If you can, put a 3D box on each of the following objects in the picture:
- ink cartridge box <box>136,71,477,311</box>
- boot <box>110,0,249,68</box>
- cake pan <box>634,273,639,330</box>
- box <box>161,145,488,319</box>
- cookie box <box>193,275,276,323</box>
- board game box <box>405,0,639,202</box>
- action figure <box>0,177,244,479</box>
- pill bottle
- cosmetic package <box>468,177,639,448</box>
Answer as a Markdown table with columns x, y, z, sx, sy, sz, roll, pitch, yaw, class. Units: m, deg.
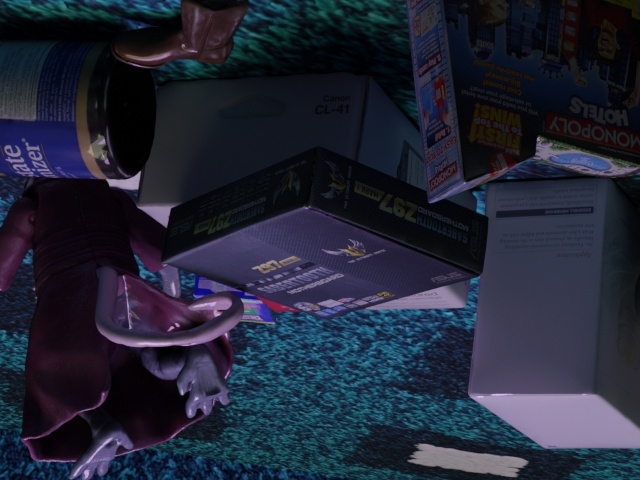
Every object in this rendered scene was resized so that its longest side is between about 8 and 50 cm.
| x | y | z | sx | sy | sz | roll | pitch | yaw | class |
| --- | --- | --- | --- | --- | --- | --- | --- | --- | --- |
| -0.005 | -0.037 | 1.638 | 0.226 | 0.131 | 0.306 | -2 | 160 | 25 | ink cartridge box |
| -0.117 | -0.177 | 1.400 | 0.106 | 0.037 | 0.114 | -3 | 167 | -10 | boot |
| 0.412 | 0.118 | 1.687 | 0.293 | 0.293 | 0.054 | 23 | 132 | -39 | cake pan |
| 0.000 | 0.000 | 1.456 | 0.183 | 0.059 | 0.233 | 22 | 156 | -31 | box |
| -0.106 | 0.070 | 2.156 | 0.092 | 0.040 | 0.107 | 4 | 163 | 9 | cookie box |
| 0.145 | -0.112 | 1.238 | 0.194 | 0.194 | 0.060 | 15 | 161 | -19 | board game box |
| -0.241 | 0.035 | 1.667 | 0.248 | 0.370 | 0.275 | -12 | 147 | -18 | action figure |
| -0.266 | -0.117 | 1.510 | 0.219 | 0.122 | 0.123 | 2 | 161 | 16 | pill bottle |
| 0.259 | 0.080 | 1.734 | 0.138 | 0.224 | 0.224 | -2 | 161 | 27 | cosmetic package |
